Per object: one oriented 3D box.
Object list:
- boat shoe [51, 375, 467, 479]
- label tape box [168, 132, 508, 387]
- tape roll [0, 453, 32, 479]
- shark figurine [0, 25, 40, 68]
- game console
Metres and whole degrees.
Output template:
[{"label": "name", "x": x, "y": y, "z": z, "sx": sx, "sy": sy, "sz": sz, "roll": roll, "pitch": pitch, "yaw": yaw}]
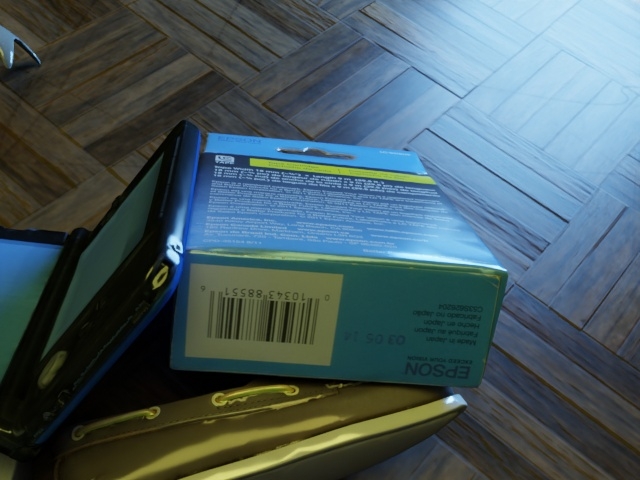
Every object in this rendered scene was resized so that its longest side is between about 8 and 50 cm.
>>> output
[{"label": "boat shoe", "x": -0.043, "y": 0.150, "z": 0.607, "sx": 0.324, "sy": 0.117, "sz": 0.097, "roll": -15, "pitch": 60, "yaw": -15}, {"label": "label tape box", "x": 0.000, "y": 0.000, "z": 0.712, "sx": 0.240, "sy": 0.106, "sz": 0.334, "roll": 5, "pitch": 21, "yaw": -7}, {"label": "tape roll", "x": -0.328, "y": 0.169, "z": 0.561, "sx": 0.219, "sy": 0.072, "sz": 0.219, "roll": 5, "pitch": 51, "yaw": -6}, {"label": "shark figurine", "x": -0.460, "y": -0.208, "z": 0.820, "sx": 0.278, "sy": 0.116, "sz": 0.166, "roll": -27, "pitch": 95, "yaw": -19}, {"label": "game console", "x": -0.233, "y": 0.004, "z": 0.581, "sx": 0.173, "sy": 0.250, "sz": 0.293, "roll": 35, "pitch": 18, "yaw": -21}]
